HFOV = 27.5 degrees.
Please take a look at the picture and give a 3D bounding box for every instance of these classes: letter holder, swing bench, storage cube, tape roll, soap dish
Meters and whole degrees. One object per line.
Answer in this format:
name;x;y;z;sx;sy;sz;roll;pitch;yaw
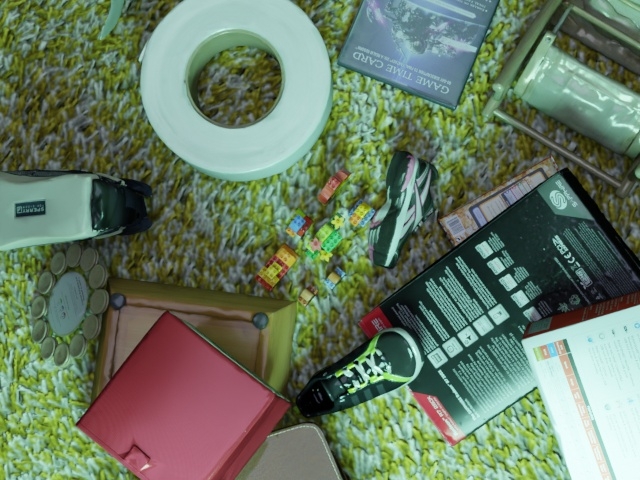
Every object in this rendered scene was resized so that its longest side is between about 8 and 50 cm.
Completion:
letter holder;-0.100;0.401;1.883;0.301;0.152;0.214;-24;83;1
swing bench;0.410;-0.242;1.899;0.253;0.165;0.255;32;83;6
storage cube;-0.178;0.230;1.750;0.215;0.184;0.193;37;85;11
tape roll;-0.124;-0.234;1.956;0.286;0.100;0.286;0;86;3
soap dish;-0.192;0.183;1.919;0.290;0.118;0.229;7;86;5

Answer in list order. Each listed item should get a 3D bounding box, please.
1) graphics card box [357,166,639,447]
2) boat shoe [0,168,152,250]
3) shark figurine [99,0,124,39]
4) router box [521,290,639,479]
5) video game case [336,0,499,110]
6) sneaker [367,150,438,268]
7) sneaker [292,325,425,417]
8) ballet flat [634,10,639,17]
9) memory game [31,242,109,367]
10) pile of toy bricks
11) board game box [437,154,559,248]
graphics card box;0.267;0.095;1.859;0.371;0.094;0.233;-39;83;21
boat shoe;-0.409;-0.043;1.957;0.340;0.158;0.127;3;90;32
shark figurine;-0.308;-0.393;1.965;0.166;0.278;0.116;-9;126;-25
router box;0.464;0.233;1.732;0.301;0.082;0.336;-18;96;18
video game case;0.165;-0.359;1.987;0.196;0.026;0.274;22;88;5
sneaker;0.132;-0.039;1.944;0.077;0.072;0.178;12;102;-28
sneaker;0.051;0.202;1.863;0.234;0.097;0.084;-36;85;39
ballet flat;0.600;-0.373;1.938;0.316;0.107;0.106;-3;106;8
memory game;-0.370;0.094;1.932;0.186;0.012;0.186;-16;67;41
pile of toy bricks;0.000;0.000;1.928;0.118;0.105;0.212;40;89;5
board game box;0.293;-0.015;1.942;0.193;0.045;0.147;-29;85;1
